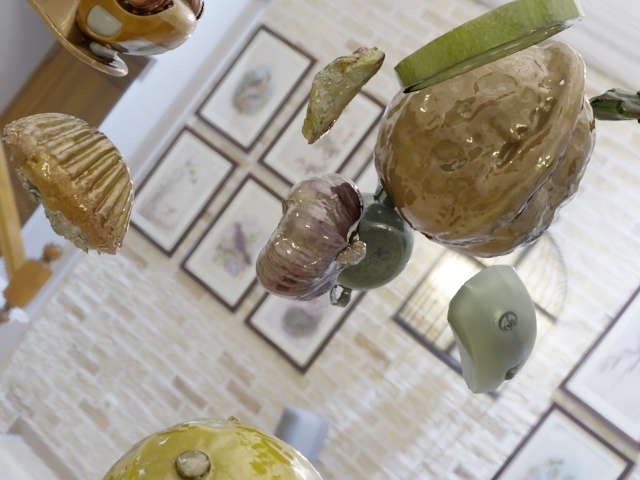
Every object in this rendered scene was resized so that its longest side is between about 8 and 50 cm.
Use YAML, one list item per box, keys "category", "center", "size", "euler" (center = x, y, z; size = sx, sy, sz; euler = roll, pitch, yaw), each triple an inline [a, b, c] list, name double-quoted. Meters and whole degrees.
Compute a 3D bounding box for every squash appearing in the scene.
- category: "squash"
  center: [0.215, -0.258, 1.206]
  size: [0.252, 0.252, 0.049]
  euler: [-139, -153, -86]

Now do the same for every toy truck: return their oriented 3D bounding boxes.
- category: "toy truck"
  center: [-0.360, -0.422, 1.620]
  size: [0.288, 0.212, 0.204]
  euler: [42, 12, 9]

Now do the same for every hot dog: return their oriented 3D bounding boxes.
- category: "hot dog"
  center: [0.019, -0.215, 1.310]
  size: [0.061, 0.169, 0.078]
  euler: [44, 15, 10]

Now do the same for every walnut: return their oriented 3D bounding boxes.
- category: "walnut"
  center: [0.283, -0.156, 1.583]
  size: [0.383, 0.384, 0.383]
  euler: [37, 0, 0]

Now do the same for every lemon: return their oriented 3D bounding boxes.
- category: "lemon"
  center: [-0.121, 0.373, 1.063]
  size: [0.348, 0.348, 0.348]
  euler: [37, 0, 0]

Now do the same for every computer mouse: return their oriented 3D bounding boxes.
- category: "computer mouse"
  center: [0.182, 0.104, 0.955]
  size: [0.056, 0.089, 0.182]
  euler: [53, -14, 43]

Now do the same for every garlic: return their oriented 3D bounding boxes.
- category: "garlic"
  center: [0.000, 0.000, 1.575]
  size: [0.160, 0.245, 0.245]
  euler: [25, -1, 5]

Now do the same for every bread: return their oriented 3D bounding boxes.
- category: "bread"
  center: [-0.396, -0.097, 1.492]
  size: [0.274, 0.149, 0.274]
  euler: [43, -16, 16]

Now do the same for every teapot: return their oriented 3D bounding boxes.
- category: "teapot"
  center: [0.079, -0.002, 1.760]
  size: [0.193, 0.294, 0.129]
  euler: [16, 26, -19]

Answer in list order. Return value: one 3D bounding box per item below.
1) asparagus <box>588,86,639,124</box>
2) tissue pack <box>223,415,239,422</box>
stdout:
- category: "asparagus"
  center: [0.625, -0.246, 1.735]
  size: [0.287, 0.080, 0.080]
  euler: [13, -5, 12]
- category: "tissue pack"
  center: [-0.167, 0.417, 1.481]
  size: [0.183, 0.092, 0.226]
  euler: [52, 33, 1]
